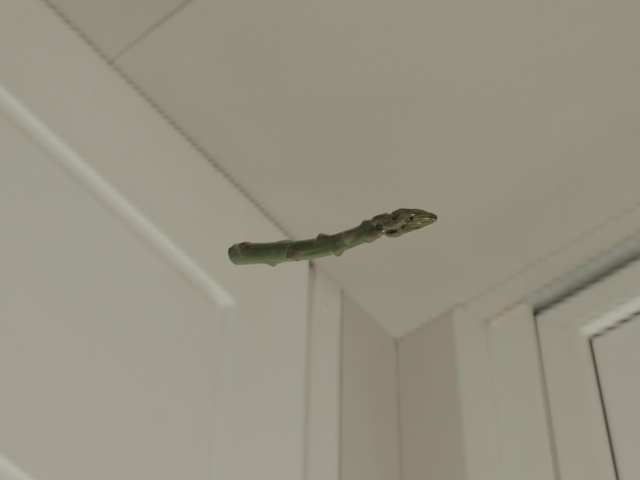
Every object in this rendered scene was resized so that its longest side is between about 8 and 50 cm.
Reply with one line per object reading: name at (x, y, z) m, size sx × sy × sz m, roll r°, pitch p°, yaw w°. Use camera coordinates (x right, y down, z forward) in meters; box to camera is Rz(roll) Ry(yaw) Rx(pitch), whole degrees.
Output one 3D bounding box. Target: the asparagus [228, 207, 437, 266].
asparagus at (0.000, 0.000, 0.673) m, size 0.016 × 0.016 × 0.163 m, roll 32°, pitch 157°, yaw -26°
